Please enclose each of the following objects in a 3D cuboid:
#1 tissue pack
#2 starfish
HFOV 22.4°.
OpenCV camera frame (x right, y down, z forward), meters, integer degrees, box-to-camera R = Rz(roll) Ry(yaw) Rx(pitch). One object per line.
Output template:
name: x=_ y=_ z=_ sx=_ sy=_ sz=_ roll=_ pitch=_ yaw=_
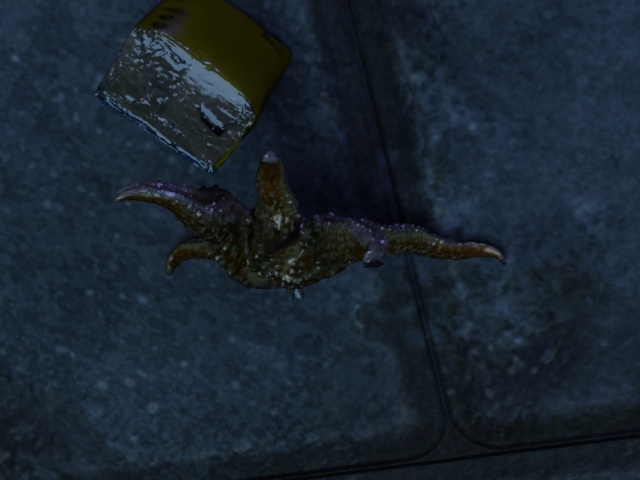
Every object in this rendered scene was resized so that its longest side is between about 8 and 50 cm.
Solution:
tissue pack: x=-0.096 y=-0.135 z=1.293 sx=0.120 sy=0.169 sz=0.082 roll=35 pitch=112 yaw=-5
starfish: x=-0.011 y=0.000 z=1.282 sx=0.301 sy=0.293 sz=0.084 roll=6 pitch=80 yaw=10
